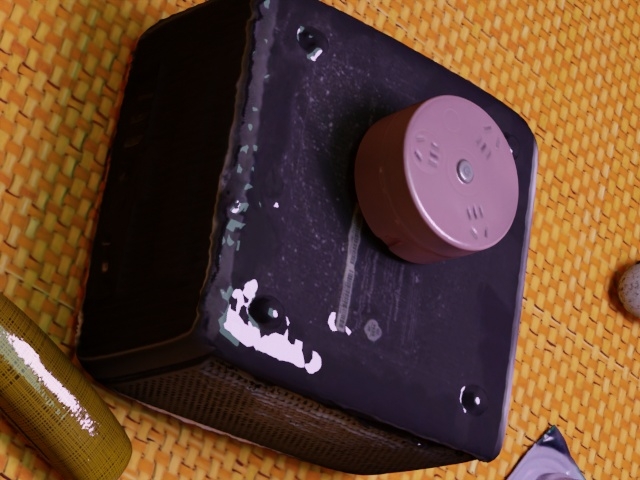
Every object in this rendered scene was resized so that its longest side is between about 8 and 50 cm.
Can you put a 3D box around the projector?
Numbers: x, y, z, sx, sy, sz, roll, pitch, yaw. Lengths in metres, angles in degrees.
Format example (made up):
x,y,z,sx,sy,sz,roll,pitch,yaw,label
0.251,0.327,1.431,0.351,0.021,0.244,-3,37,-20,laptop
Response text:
x,y,z,sx,sy,sz,roll,pitch,yaw,label
0.000,0.000,1.882,0.405,0.242,0.395,25,65,-35,projector

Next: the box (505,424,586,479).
x,y,z,sx,sy,sz,roll,pitch,yaw,label
0.315,0.413,2.168,0.264,0.106,0.337,-46,112,-39,box

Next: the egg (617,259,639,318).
x,y,z,sx,sy,sz,roll,pitch,yaw,label
0.418,0.061,2.360,0.110,0.085,0.085,-7,85,-28,egg

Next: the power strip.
x,y,z,sx,sy,sz,roll,pitch,yaw,label
0.111,-0.058,1.782,0.154,0.078,0.154,12,70,-37,power strip

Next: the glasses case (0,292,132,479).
x,y,z,sx,sy,sz,roll,pitch,yaw,label
-0.258,0.136,1.734,0.234,0.064,0.079,51,58,-22,glasses case
